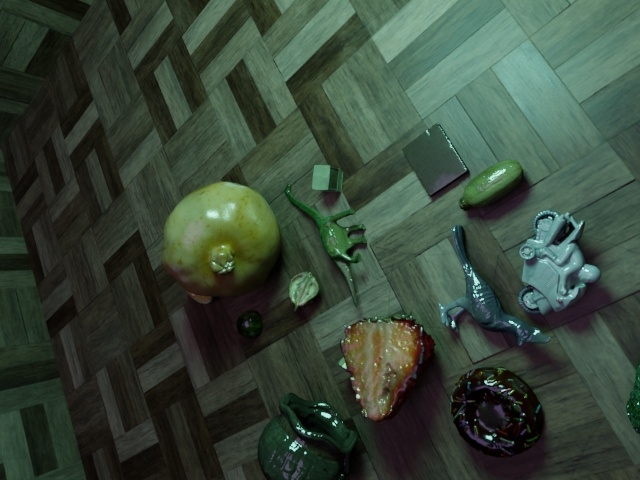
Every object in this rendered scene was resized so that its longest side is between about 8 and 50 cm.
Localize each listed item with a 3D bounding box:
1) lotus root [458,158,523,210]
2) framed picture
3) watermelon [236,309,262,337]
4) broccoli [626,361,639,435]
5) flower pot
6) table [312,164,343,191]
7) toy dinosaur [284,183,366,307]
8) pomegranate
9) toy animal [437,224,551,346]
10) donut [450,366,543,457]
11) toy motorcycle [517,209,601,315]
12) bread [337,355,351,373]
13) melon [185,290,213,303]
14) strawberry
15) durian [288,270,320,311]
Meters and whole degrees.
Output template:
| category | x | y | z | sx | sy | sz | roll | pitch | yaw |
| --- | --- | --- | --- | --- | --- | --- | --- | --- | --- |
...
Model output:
| category | x | y | z | sx | sy | sz | roll | pitch | yaw |
| --- | --- | --- | --- | --- | --- | --- | --- | --- | --- |
| lotus root | 0.434 | -0.141 | 1.186 | 0.183 | 0.090 | 0.077 | -36 | 97 | 31 |
| framed picture | 0.324 | -0.228 | 1.303 | 0.128 | 0.023 | 0.168 | -36 | 70 | 28 |
| watermelon | -0.267 | 0.309 | 1.675 | 0.106 | 0.062 | 0.105 | 2 | 93 | 30 |
| broccoli | 0.759 | 0.341 | 0.889 | 0.269 | 0.269 | 0.254 | -2 | 93 | 34 |
| flower pot | -0.029 | 0.624 | 1.385 | 0.302 | 0.302 | 0.213 | 27 | 92 | 32 |
| table | 0.023 | -0.196 | 1.471 | 0.062 | 0.083 | 0.079 | 8 | 93 | 33 |
| toy dinosaur | 0.000 | 0.000 | 1.485 | 0.301 | 0.087 | 0.447 | -10 | 77 | 33 |
| pomegranate | -0.323 | 0.004 | 1.529 | 0.412 | 0.411 | 0.411 | -1 | 89 | 34 |
| toy animal | 0.403 | 0.159 | 1.211 | 0.206 | 0.081 | 0.367 | -48 | 57 | 29 |
| donut | 0.440 | 0.444 | 1.174 | 0.235 | 0.089 | 0.235 | 1 | 91 | 33 |
| toy motorcycle | 0.564 | 0.063 | 1.080 | 0.171 | 0.110 | 0.260 | 15 | 106 | 36 |
| bread | 0.132 | 0.379 | 1.387 | 0.157 | 0.083 | 0.094 | 3 | 71 | 10 |
| melon | -0.458 | 0.182 | 1.807 | 0.160 | 0.079 | 0.128 | -12 | 100 | 33 |
| strawberry | 0.211 | 0.341 | 1.283 | 0.253 | 0.150 | 0.280 | -26 | 61 | 21 |
| durian | -0.052 | 0.173 | 1.525 | 0.110 | 0.071 | 0.140 | 18 | 86 | 28 |
